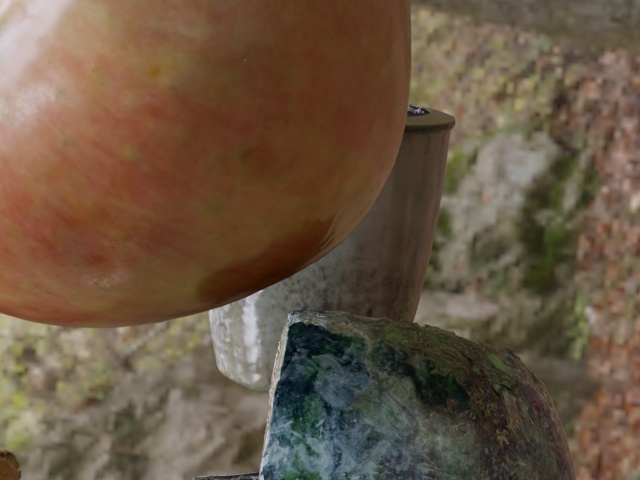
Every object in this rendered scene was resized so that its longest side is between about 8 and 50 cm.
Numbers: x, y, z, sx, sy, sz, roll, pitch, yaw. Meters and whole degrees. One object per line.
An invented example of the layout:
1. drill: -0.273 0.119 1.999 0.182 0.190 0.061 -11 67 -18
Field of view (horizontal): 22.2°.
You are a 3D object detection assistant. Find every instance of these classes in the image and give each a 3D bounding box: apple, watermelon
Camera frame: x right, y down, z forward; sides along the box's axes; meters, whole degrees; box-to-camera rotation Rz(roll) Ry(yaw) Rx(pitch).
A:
1. apple: -0.120 -0.134 1.053 0.346 0.391 0.391 23 -107 -51
2. watermelon: 0.064 0.146 1.227 0.318 0.226 0.148 17 -111 -41

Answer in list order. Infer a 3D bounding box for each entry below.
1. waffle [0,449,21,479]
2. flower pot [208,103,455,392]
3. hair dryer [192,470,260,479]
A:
1. waffle: -0.329 0.364 1.553 0.348 0.077 0.304 66 -161 13
2. flower pot: 0.000 0.000 1.907 0.293 0.293 0.330 -50 -36 -75
3. hair dryer: -0.025 0.195 1.579 0.075 0.195 0.219 -90 5 -54
